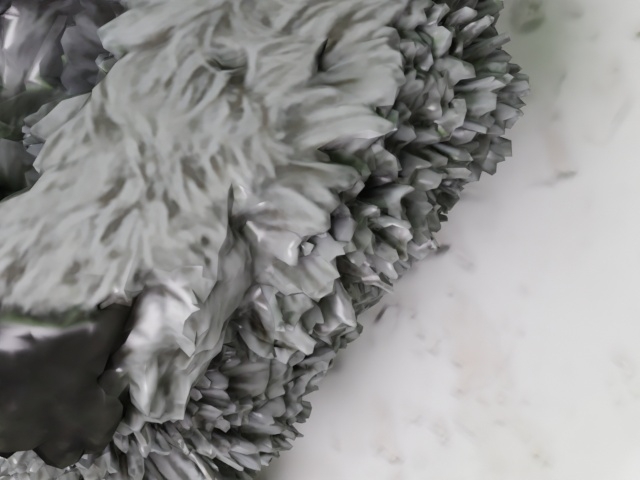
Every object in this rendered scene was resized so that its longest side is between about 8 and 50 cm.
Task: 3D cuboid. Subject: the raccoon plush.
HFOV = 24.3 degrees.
[{"bbox_3d":[0.000,0.000,0.523,0.446,0.299,0.216,-24,56,-11],"label":"raccoon plush"}]
